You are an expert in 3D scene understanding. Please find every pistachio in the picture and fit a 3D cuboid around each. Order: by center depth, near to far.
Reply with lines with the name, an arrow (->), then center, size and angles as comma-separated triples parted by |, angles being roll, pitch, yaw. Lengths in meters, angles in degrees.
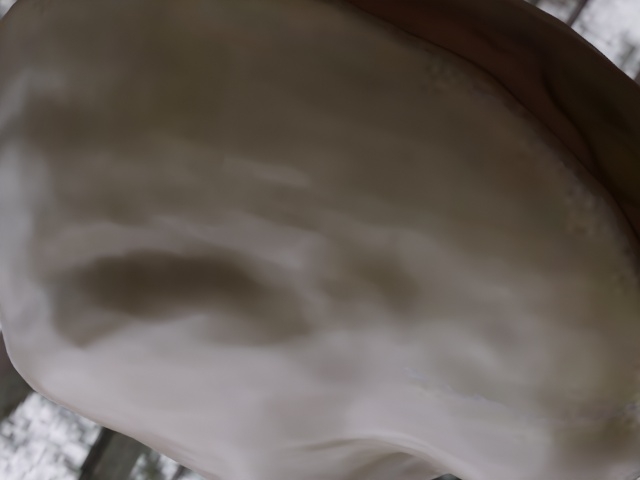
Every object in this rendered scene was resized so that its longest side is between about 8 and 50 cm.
pistachio -> 0.000, 0.000, 0.841 | 0.445, 0.365, 0.281 | 17, -132, 22
